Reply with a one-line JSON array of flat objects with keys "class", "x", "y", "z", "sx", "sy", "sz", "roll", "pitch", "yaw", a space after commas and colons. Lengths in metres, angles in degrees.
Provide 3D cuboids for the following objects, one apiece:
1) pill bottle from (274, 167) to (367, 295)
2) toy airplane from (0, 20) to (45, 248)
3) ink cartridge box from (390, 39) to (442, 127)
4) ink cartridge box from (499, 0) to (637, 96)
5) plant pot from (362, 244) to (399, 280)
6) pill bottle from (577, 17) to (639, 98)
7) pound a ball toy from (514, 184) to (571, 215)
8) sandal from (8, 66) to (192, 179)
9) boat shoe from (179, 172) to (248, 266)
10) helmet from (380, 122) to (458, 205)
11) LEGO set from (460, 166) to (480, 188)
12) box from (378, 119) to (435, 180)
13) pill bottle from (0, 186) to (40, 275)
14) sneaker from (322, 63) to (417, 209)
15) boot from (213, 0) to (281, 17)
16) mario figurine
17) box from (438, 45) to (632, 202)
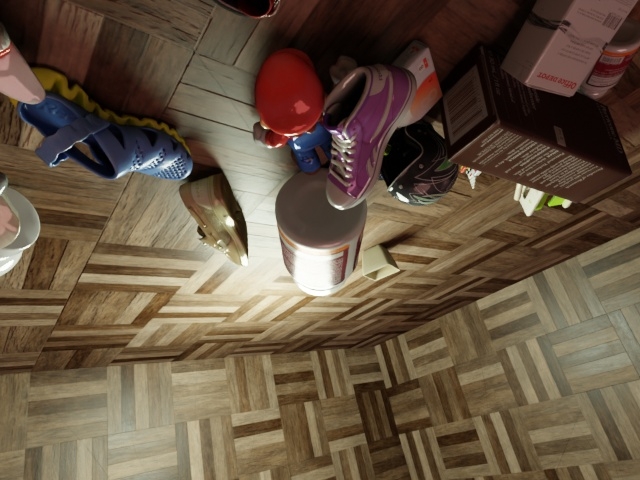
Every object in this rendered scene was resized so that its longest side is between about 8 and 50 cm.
[{"class": "pill bottle", "x": 0.000, "y": 0.000, "z": 1.167, "sx": 0.223, "sy": 0.224, "sz": 0.392, "roll": -11, "pitch": 154, "yaw": -6}, {"class": "toy airplane", "x": -0.537, "y": -0.166, "z": 0.477, "sx": 0.385, "sy": 0.273, "sz": 0.385, "roll": 20, "pitch": 121, "yaw": -29}, {"class": "ink cartridge box", "x": 0.150, "y": -0.265, "z": 0.819, "sx": 0.179, "sy": 0.045, "sz": 0.145, "roll": -49, "pitch": 148, "yaw": 3}, {"class": "ink cartridge box", "x": 0.429, "y": -0.364, "z": 0.734, "sx": 0.139, "sy": 0.082, "sz": 0.191, "roll": 0, "pitch": 132, "yaw": -28}, {"class": "plant pot", "x": 0.216, "y": 0.079, "z": 1.592, "sx": 0.109, "sy": 0.096, "sz": 0.109, "roll": -27, "pitch": 152, "yaw": 24}, {"class": "pill bottle", "x": 0.582, "y": -0.366, "z": 0.870, "sx": 0.085, "sy": 0.086, "sz": 0.152, "roll": -17, "pitch": 156, "yaw": 5}, {"class": "pound a ball toy", "x": 0.616, "y": -0.197, "z": 1.187, "sx": 0.207, "sy": 0.136, "sz": 0.319, "roll": -13, "pitch": 153, "yaw": 6}, {"class": "sandal", "x": -0.367, "y": -0.160, "z": 0.747, "sx": 0.126, "sy": 0.138, "sz": 0.317, "roll": -32, "pitch": 151, "yaw": 30}, {"class": "boat shoe", "x": -0.258, "y": -0.041, "z": 1.086, "sx": 0.110, "sy": 0.122, "sz": 0.341, "roll": -9, "pitch": 145, "yaw": 0}, {"class": "helmet", "x": 0.217, "y": -0.155, "z": 0.928, "sx": 0.169, "sy": 0.162, "sz": 0.169, "roll": -13, "pitch": 154, "yaw": -7}, {"class": "LEGO set", "x": 0.455, "y": -0.227, "z": 1.131, "sx": 0.182, "sy": 0.060, "sz": 0.244, "roll": -25, "pitch": 154, "yaw": 31}, {"class": "box", "x": 0.143, "y": -0.223, "z": 0.986, "sx": 0.190, "sy": 0.045, "sz": 0.184, "roll": 9, "pitch": 147, "yaw": -41}, {"class": "pill bottle", "x": -0.741, "y": 0.016, "z": 0.854, "sx": 0.333, "sy": 0.188, "sz": 0.188, "roll": -23, "pitch": 154, "yaw": 19}, {"class": "sneaker", "x": 0.041, "y": -0.168, "z": 0.735, "sx": 0.161, "sy": 0.102, "sz": 0.282, "roll": -19, "pitch": 141, "yaw": -45}, {"class": "boot", "x": -0.035, "y": -0.325, "z": 0.528, "sx": 0.244, "sy": 0.176, "sz": 0.088, "roll": -1, "pitch": 151, "yaw": -28}, {"class": "mario figurine", "x": -0.033, "y": -0.251, "z": 0.798, "sx": 0.198, "sy": 0.170, "sz": 0.320, "roll": -54, "pitch": 163, "yaw": -3}, {"class": "box", "x": 0.441, "y": -0.224, "z": 0.880, "sx": 0.380, "sy": 0.191, "sz": 0.143, "roll": 11, "pitch": 152, "yaw": -25}]
